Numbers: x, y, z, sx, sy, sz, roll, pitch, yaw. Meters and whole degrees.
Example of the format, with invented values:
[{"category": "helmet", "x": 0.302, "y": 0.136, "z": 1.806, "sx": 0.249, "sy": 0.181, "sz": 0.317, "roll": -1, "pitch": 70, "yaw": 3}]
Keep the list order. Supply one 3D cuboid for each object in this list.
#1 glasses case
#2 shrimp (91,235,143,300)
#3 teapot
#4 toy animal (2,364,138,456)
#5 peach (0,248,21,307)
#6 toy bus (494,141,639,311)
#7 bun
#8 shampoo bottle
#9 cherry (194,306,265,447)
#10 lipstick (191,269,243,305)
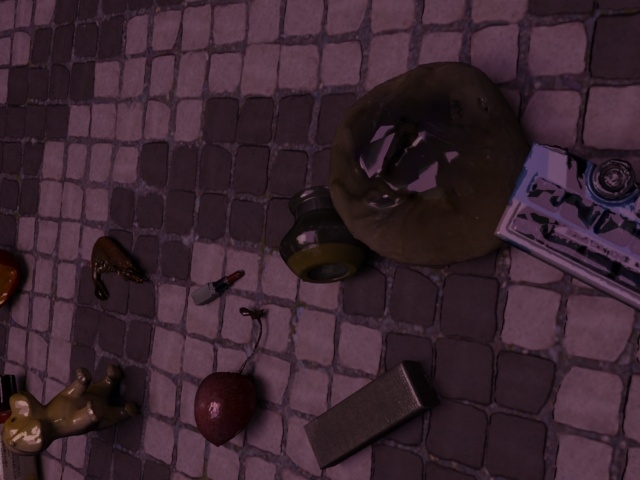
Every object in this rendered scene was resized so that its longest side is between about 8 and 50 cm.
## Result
[{"category": "glasses case", "x": 0.067, "y": 0.248, "z": 1.029, "sx": 0.205, "sy": 0.047, "sz": 0.071, "roll": -40, "pitch": 61, "yaw": 30}, {"category": "shrimp", "x": -0.401, "y": 0.070, "z": 1.407, "sx": 0.178, "sy": 0.034, "sz": 0.124, "roll": 34, "pitch": 111, "yaw": 35}, {"category": "teapot", "x": 0.000, "y": 0.000, "z": 1.057, "sx": 0.166, "sy": 0.130, "sz": 0.119, "roll": 124, "pitch": 145, "yaw": -59}, {"category": "toy animal", "x": -0.449, "y": 0.306, "z": 1.320, "sx": 0.168, "sy": 0.233, "sz": 0.121, "roll": -40, "pitch": 70, "yaw": 20}, {"category": "peach", "x": -0.728, "y": 0.074, "z": 1.608, "sx": 0.151, "sy": 0.118, "sz": 0.151, "roll": 34, "pitch": 147, "yaw": 26}, {"category": "toy bus", "x": 0.340, "y": 0.007, "z": 0.759, "sx": 0.297, "sy": 0.106, "sz": 0.131, "roll": 31, "pitch": 99, "yaw": 23}, {"category": "bun", "x": 0.128, "y": -0.092, "z": 0.925, "sx": 0.272, "sy": 0.168, "sz": 0.273, "roll": 0, "pitch": 90, "yaw": 28}, {"category": "shampoo bottle", "x": -0.664, "y": 0.424, "z": 1.550, "sx": 0.104, "sy": 0.104, "sz": 0.278, "roll": -20, "pitch": 76, "yaw": 35}, {"category": "cherry", "x": -0.145, "y": 0.218, "z": 1.180, "sx": 0.107, "sy": 0.090, "sz": 0.226, "roll": -7, "pitch": 66, "yaw": 52}, {"category": "lipstick", "x": -0.171, "y": 0.077, "z": 1.235, "sx": 0.107, "sy": 0.025, "sz": 0.025, "roll": -30, "pitch": 72, "yaw": 27}]
